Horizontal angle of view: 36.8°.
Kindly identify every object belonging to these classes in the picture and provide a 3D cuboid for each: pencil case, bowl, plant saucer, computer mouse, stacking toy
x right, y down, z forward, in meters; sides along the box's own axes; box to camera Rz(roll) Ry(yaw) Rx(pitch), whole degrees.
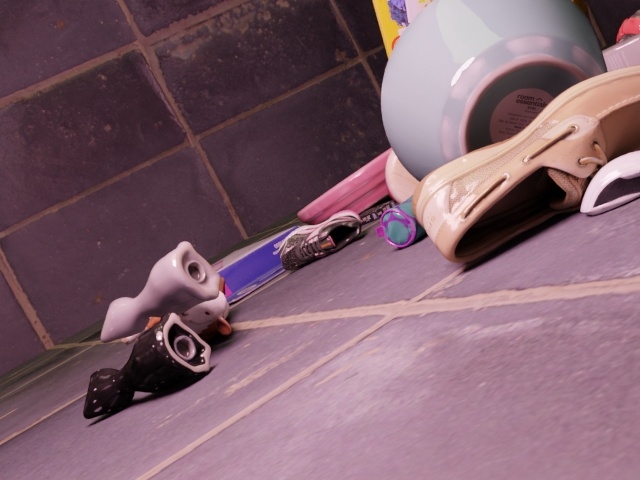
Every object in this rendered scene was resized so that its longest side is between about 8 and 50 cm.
[{"bbox_3d":[0.154,-0.044,1.500,0.070,0.064,0.151,-3,20,38],"label":"pencil case"},{"bbox_3d":[0.245,-0.164,1.228,0.311,0.311,0.163,-27,26,4],"label":"bowl"},{"bbox_3d":[0.103,-0.122,2.209,0.332,0.084,0.332,-34,1,1],"label":"plant saucer"},{"bbox_3d":[0.356,-0.083,1.005,0.193,0.042,0.106,-26,7,19],"label":"computer mouse"},{"bbox_3d":[0.173,-0.116,1.786,0.141,0.141,0.330,-28,1,-2],"label":"stacking toy"}]

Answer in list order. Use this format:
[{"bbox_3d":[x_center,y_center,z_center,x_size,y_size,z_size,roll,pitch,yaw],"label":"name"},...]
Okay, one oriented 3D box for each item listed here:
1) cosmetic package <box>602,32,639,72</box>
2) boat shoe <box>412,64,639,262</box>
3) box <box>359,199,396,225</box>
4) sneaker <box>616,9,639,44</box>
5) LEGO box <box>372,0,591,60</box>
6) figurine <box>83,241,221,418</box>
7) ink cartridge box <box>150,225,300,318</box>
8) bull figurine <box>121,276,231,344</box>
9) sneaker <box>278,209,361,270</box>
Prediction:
[{"bbox_3d":[0.521,-0.263,1.442,0.238,0.127,0.107,-23,8,26],"label":"cosmetic package"},{"bbox_3d":[0.277,-0.079,1.101,0.341,0.122,0.110,-30,42,3],"label":"boat shoe"},{"bbox_3d":[0.112,-0.056,2.050,0.083,0.018,0.067,-22,8,45],"label":"box"},{"bbox_3d":[0.523,-0.277,1.633,0.135,0.097,0.276,-65,-13,-5],"label":"sneaker"},{"bbox_3d":[0.316,-0.449,1.884,0.372,0.500,0.193,-12,10,24],"label":"LEGO box"},{"bbox_3d":[-0.249,0.131,1.357,0.209,0.092,0.215,-31,37,30],"label":"figurine"},{"bbox_3d":[-0.184,0.071,2.064,0.330,0.071,0.324,-24,6,46],"label":"ink cartridge box"},{"bbox_3d":[-0.224,0.125,1.572,0.188,0.101,0.310,-29,6,3],"label":"bull figurine"},{"bbox_3d":[0.000,0.000,1.838,0.178,0.072,0.077,-33,16,1],"label":"sneaker"}]
